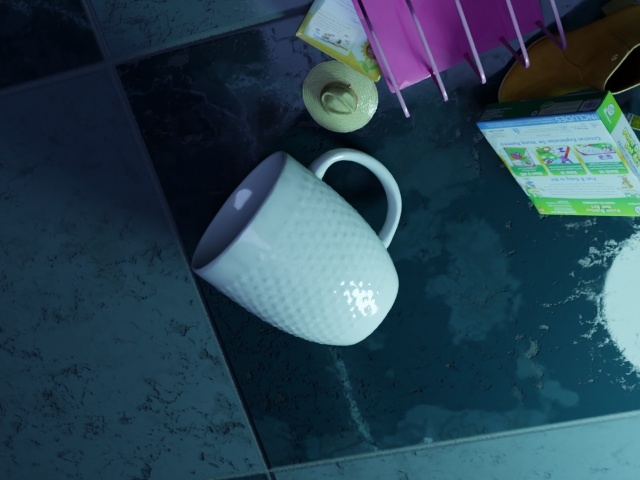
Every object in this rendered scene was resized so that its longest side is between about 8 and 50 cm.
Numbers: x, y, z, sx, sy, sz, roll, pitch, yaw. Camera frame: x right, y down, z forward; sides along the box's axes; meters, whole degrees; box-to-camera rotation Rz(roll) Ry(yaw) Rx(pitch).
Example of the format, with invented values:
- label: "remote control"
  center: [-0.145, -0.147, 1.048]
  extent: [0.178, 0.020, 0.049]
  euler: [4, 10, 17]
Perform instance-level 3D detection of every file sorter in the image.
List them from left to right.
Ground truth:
- label: "file sorter"
  center: [0.225, -0.356, 1.411]
  extent: [0.291, 0.182, 0.202]
  euler: [-23, 121, 8]

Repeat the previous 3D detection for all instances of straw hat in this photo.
- label: "straw hat"
  center: [0.032, -0.255, 1.587]
  extent: [0.145, 0.061, 0.144]
  euler: [2, 116, 5]

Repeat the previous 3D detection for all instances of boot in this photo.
- label: "boot"
  center: [0.434, -0.283, 1.438]
  extent: [0.295, 0.211, 0.104]
  euler: [-38, 115, 21]

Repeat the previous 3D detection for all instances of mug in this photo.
- label: "mug"
  center: [0.000, 0.000, 1.625]
  extent: [0.328, 0.276, 0.374]
  euler: [38, 84, -18]

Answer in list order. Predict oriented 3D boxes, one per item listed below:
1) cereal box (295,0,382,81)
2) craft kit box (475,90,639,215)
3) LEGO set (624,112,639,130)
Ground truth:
- label: "cereal box"
  center: [0.088, -0.420, 1.506]
  extent: [0.173, 0.047, 0.240]
  euler: [29, 115, -10]
- label: "craft kit box"
  center: [0.428, -0.140, 1.478]
  extent: [0.250, 0.061, 0.246]
  euler: [4, 141, 52]
- label: "LEGO set"
  center: [0.500, -0.191, 1.544]
  extent: [0.287, 0.132, 0.107]
  euler: [26, 102, 25]
